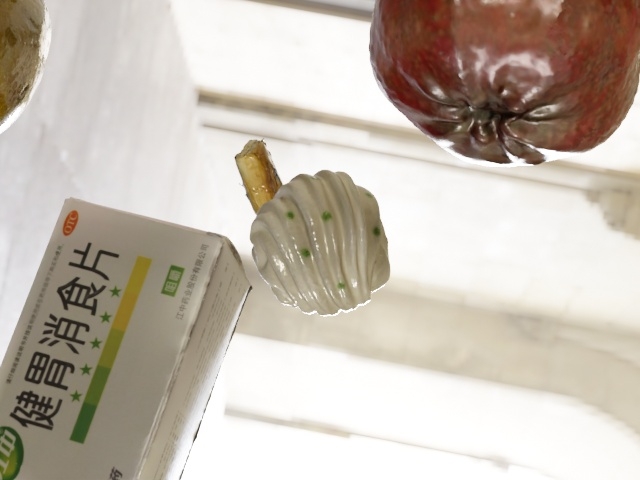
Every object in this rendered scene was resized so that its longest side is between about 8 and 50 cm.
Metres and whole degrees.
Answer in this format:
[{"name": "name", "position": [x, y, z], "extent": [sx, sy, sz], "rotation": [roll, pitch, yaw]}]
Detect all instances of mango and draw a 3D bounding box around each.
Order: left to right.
[{"name": "mango", "position": [-0.330, -0.184, 1.489], "extent": [0.175, 0.176, 0.329], "rotation": [56, 12, -4]}]

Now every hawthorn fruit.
[{"name": "hawthorn fruit", "position": [0.179, -0.224, 1.387], "extent": [0.254, 0.254, 0.300], "rotation": [94, 17, -66]}]

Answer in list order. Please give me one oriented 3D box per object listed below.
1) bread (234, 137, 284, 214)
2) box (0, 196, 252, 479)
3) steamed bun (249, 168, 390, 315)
[{"name": "bread", "position": [-0.080, -0.085, 2.214], "extent": [0.106, 0.053, 0.072], "rotation": [67, 30, -20]}, {"name": "box", "position": [-0.208, 0.144, 1.529], "extent": [0.145, 0.173, 0.332], "rotation": [65, 41, -68]}, {"name": "steamed bun", "position": [0.000, 0.000, 1.903], "extent": [0.106, 0.183, 0.182], "rotation": [95, 6, -72]}]
